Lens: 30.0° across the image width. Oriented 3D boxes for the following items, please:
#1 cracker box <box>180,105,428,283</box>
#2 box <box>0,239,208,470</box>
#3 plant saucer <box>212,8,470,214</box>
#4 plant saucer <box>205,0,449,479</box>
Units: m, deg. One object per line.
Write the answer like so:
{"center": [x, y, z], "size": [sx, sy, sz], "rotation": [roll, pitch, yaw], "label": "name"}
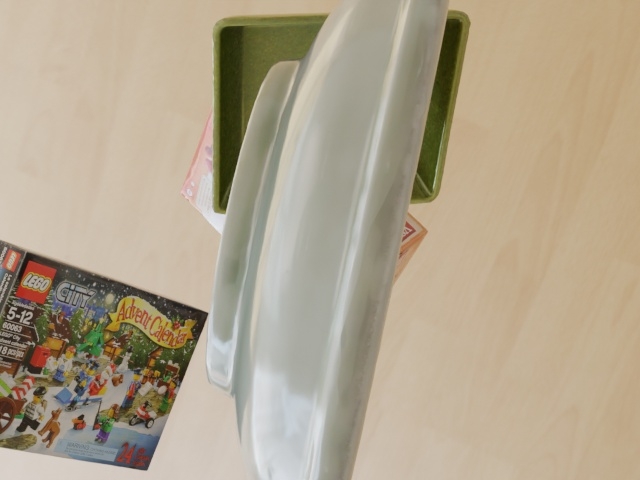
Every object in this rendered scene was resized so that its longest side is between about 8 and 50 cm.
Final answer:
{"center": [-0.023, -0.028, 1.158], "size": [0.232, 0.067, 0.155], "rotation": [44, 141, 14], "label": "cracker box"}
{"center": [-0.210, 0.106, 1.031], "size": [0.044, 0.233, 0.159], "rotation": [19, 87, 37], "label": "box"}
{"center": [0.008, -0.107, 0.928], "size": [0.188, 0.045, 0.188], "rotation": [-3, 135, -9], "label": "plant saucer"}
{"center": [0.000, 0.000, 0.754], "size": [0.100, 0.400, 0.400], "rotation": [11, 107, 3], "label": "plant saucer"}
